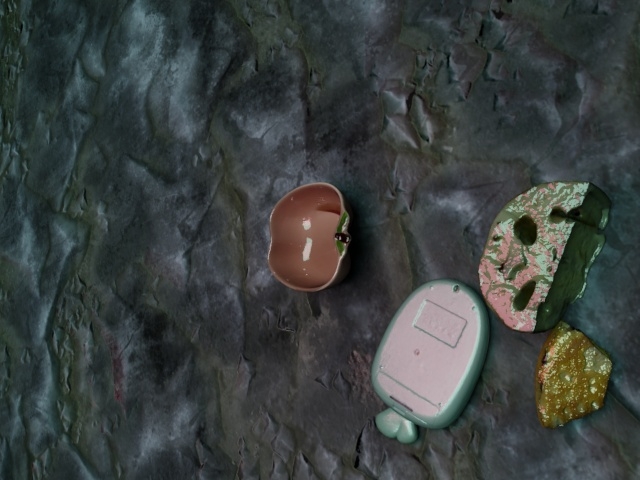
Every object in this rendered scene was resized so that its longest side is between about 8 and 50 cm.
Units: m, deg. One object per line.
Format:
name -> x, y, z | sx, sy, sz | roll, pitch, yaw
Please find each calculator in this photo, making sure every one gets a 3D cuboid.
calculator -> 0.177, 0.206, 1.062 | 0.184, 0.042, 0.295 | 27, 96, 36

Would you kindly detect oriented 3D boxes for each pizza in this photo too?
pizza -> 0.367, 0.200, 0.922 | 0.098, 0.036, 0.160 | 10, 92, 11

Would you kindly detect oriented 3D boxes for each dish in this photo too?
dish -> 0.000, 0.000, 1.202 | 0.213, 0.090, 0.214 | -9, 75, 37

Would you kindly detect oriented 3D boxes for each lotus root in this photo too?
lotus root -> 0.332, 0.019, 0.944 | 0.138, 0.119, 0.235 | 30, 100, 35
